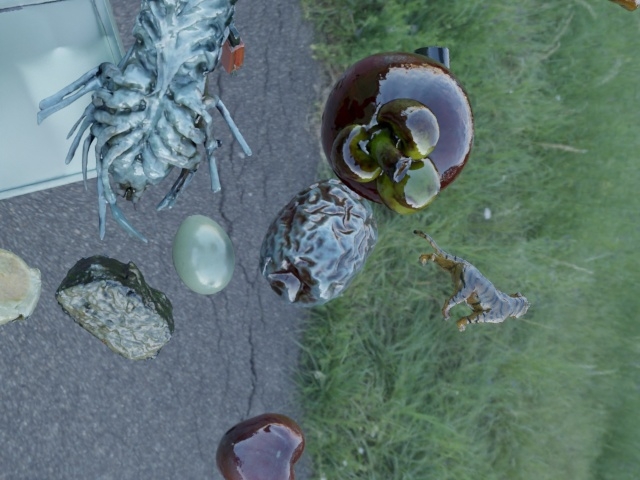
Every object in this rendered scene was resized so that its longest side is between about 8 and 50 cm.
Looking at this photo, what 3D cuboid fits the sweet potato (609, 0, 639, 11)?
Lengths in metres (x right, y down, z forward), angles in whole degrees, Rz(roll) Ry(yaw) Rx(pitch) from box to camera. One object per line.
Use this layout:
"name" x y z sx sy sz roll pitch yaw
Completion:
"sweet potato" 0.488 -0.510 0.965 0.359 0.112 0.112 19 87 -20

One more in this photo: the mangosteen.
"mangosteen" 0.103 -0.135 0.710 0.257 0.215 0.215 -80 148 -55

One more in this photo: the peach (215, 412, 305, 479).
"peach" -0.103 0.366 0.889 0.152 0.152 0.152 -9 105 -37

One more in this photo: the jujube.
"jujube" 0.000 0.000 1.123 0.317 0.226 0.226 -49 129 -50

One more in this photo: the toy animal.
"toy animal" 0.268 0.075 0.989 0.255 0.116 0.114 45 30 -5

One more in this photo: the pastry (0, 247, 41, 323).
"pastry" -0.611 0.085 0.978 0.166 0.088 0.166 39 39 -40

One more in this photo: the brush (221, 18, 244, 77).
"brush" -0.243 -0.506 1.431 0.051 0.323 0.070 -34 91 -8

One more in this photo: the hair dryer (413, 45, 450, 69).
"hair dryer" 0.178 -0.336 1.206 0.251 0.089 0.197 -2 96 -2

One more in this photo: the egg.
"egg" -0.220 0.026 0.987 0.114 0.114 0.152 -15 89 -36

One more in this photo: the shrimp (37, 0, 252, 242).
"shrimp" -0.169 -0.143 0.553 0.221 0.166 0.410 20 127 -19

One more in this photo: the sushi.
"sushi" -0.560 0.195 1.479 0.211 0.171 0.350 -36 123 3

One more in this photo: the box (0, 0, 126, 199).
"box" -0.349 -0.190 0.644 0.225 0.117 0.225 -16 131 -12
